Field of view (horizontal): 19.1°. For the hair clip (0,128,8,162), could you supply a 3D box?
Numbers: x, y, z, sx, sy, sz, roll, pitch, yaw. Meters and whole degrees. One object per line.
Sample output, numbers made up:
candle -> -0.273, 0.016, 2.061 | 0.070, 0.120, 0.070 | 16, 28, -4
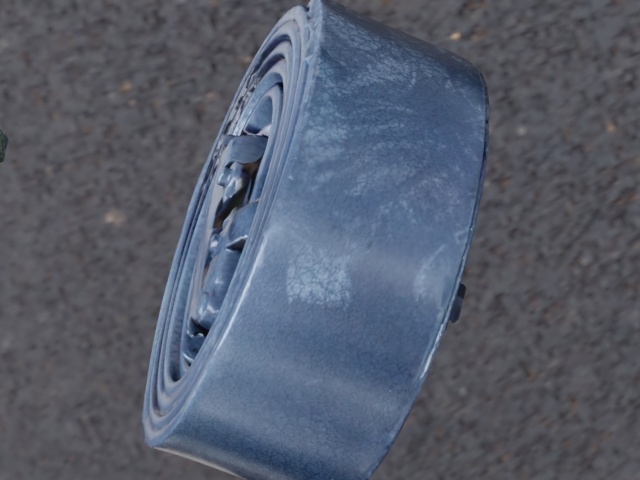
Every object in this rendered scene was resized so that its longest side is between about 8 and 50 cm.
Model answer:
hair clip -> -0.260, -0.057, 1.009 | 0.066, 0.229, 0.036 | -50, 51, 29

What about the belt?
belt -> 0.000, 0.000, 0.657 | 0.082, 0.190, 0.141 | 23, 129, -13
